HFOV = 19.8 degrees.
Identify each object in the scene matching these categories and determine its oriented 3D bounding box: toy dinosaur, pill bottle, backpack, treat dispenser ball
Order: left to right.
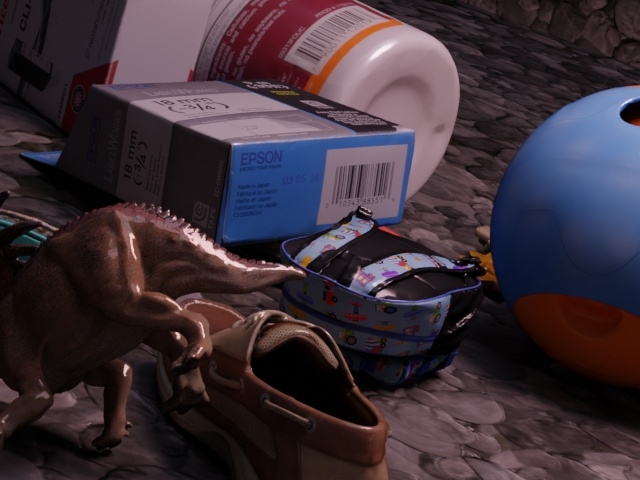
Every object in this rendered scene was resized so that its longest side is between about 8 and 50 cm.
[{"bbox_3d":[-0.172,0.034,1.278,0.200,0.296,0.127,68,10,19],"label":"toy dinosaur"},{"bbox_3d":[-0.053,-0.196,2.100,0.392,0.224,0.224,31,22,38],"label":"pill bottle"},{"bbox_3d":[0.039,0.053,1.591,0.158,0.117,0.173,25,18,23],"label":"backpack"},{"bbox_3d":[0.305,-0.004,1.735,0.288,0.288,0.288,16,17,-5],"label":"treat dispenser ball"}]

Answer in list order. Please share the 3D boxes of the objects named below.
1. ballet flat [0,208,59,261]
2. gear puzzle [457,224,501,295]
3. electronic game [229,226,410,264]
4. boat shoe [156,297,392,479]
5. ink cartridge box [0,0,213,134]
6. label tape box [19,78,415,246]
[{"bbox_3d":[-0.301,0.008,1.432,0.316,0.107,0.106,16,10,-9],"label":"ballet flat"},{"bbox_3d":[0.266,0.030,2.027,0.175,0.044,0.339,29,23,30],"label":"gear puzzle"},{"bbox_3d":[0.000,0.000,1.837,0.229,0.048,0.229,15,17,-5],"label":"electronic game"},{"bbox_3d":[-0.027,0.110,1.347,0.123,0.116,0.324,7,20,-30],"label":"boat shoe"},{"bbox_3d":[-0.258,-0.237,2.069,0.114,0.197,0.273,3,22,-39],"label":"ink cartridge box"},{"bbox_3d":[-0.109,-0.099,1.836,0.241,0.106,0.334,-7,22,-42],"label":"label tape box"}]
